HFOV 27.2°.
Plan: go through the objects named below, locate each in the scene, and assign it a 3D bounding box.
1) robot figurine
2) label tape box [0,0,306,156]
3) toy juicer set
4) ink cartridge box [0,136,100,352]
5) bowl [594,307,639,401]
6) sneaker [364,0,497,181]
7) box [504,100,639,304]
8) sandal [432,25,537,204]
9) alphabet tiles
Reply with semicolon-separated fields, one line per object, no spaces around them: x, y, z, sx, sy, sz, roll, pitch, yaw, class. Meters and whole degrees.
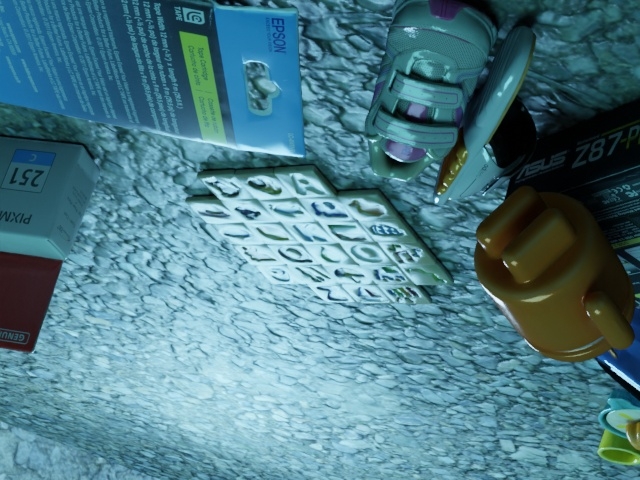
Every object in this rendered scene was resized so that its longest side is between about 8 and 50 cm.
0.231;0.037;1.300;0.158;0.128;0.219;-2;147;33;robot figurine
-0.175;-0.211;1.260;0.347;0.115;0.249;10;155;7;label tape box
0.494;0.257;1.849;0.209;0.090;0.329;8;153;16;toy juicer set
-0.454;-0.008;1.658;0.296;0.261;0.066;6;154;19;ink cartridge box
0.481;0.222;1.557;0.391;0.077;0.391;39;-178;-1;bowl
0.099;-0.135;1.249;0.102;0.111;0.252;14;155;4;sneaker
0.426;-0.033;1.287;0.318;0.097;0.395;31;150;-25;box
0.176;-0.103;1.281;0.076;0.102;0.265;20;153;-3;sandal
0.000;0.000;1.705;0.285;0.011;0.342;-1;150;32;alphabet tiles
